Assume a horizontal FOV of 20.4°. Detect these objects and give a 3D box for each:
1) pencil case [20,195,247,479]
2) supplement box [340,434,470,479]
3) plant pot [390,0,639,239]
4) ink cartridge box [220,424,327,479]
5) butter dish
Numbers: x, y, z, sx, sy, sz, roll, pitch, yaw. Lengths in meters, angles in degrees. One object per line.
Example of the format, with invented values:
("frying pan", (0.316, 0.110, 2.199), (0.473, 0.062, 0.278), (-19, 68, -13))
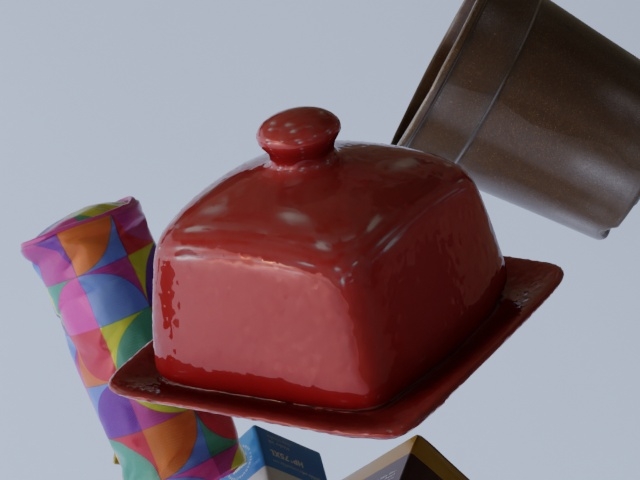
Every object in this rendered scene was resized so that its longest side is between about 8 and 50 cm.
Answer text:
("pencil case", (-0.141, 0.088, 1.331), (0.104, 0.236, 0.104), (-20, -174, 2))
("supplement box", (0.064, 0.275, 1.180), (0.191, 0.129, 0.194), (43, -140, -14))
("plant pot", (0.156, -0.092, 1.256), (0.165, 0.167, 0.167), (27, -158, -3))
("ink cartridge box", (-0.046, 0.279, 1.402), (0.078, 0.134, 0.231), (29, -152, -34))
("butter dish", (0.000, 0.000, 0.759), (0.160, 0.118, 0.160), (5, -152, 35))
